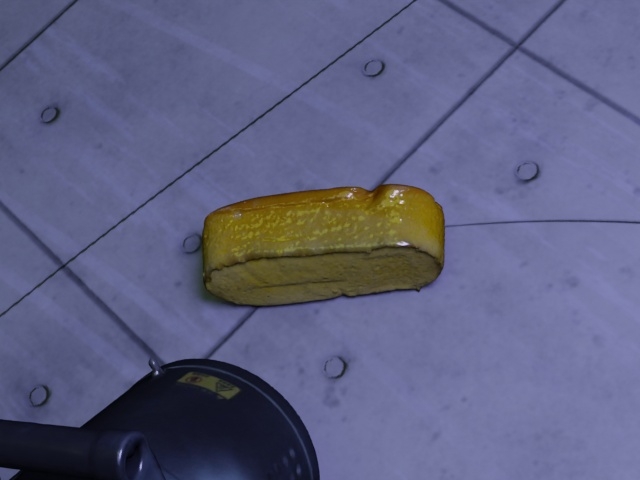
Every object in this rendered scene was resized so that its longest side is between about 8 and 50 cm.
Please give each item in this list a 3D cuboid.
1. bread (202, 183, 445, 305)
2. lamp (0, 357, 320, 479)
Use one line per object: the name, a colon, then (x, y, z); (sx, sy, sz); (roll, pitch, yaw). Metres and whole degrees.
bread: (0.000, 0.000, 1.219); (0.246, 0.102, 0.094); (-7, 62, 16)
lamp: (-0.128, 0.213, 1.030); (0.205, 0.374, 0.272); (1, 36, 21)
